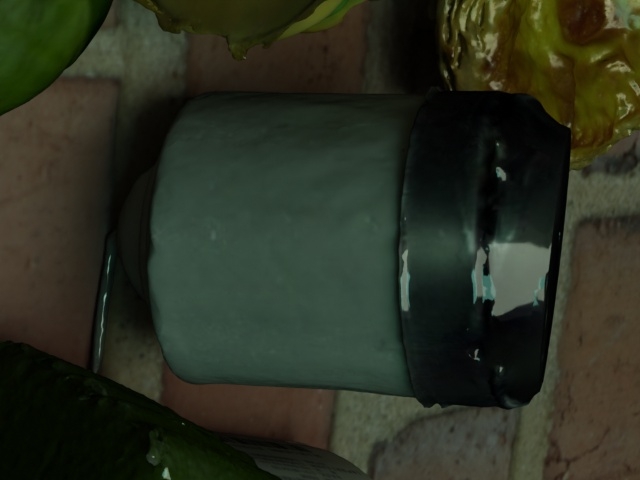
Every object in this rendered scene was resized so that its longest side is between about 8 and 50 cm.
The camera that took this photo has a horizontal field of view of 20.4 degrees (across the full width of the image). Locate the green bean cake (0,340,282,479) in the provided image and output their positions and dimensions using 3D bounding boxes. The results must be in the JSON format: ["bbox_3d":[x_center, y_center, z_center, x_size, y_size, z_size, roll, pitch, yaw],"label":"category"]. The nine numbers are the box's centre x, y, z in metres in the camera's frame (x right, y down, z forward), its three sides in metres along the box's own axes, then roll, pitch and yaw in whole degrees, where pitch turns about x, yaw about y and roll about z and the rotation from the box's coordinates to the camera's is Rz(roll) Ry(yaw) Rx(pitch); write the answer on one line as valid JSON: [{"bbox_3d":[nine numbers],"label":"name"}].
[{"bbox_3d":[-0.168,0.218,1.173,0.156,0.247,0.250,32,83,-41],"label":"green bean cake"}]

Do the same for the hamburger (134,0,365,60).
[{"bbox_3d":[-0.023,-0.240,1.172,0.149,0.237,0.237,-23,119,-54],"label":"hamburger"}]

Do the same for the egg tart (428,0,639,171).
[{"bbox_3d":[0.185,-0.198,1.424,0.294,0.116,0.295,-11,108,-37],"label":"egg tart"}]

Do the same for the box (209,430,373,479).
[{"bbox_3d":[-0.087,0.312,1.340,0.173,0.145,0.333,18,91,-44],"label":"box"}]

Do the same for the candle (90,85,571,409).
[{"bbox_3d":[0.000,0.000,1.233,0.221,0.342,0.221,4,90,-76],"label":"candle"}]

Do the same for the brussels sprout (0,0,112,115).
[{"bbox_3d":[-0.222,-0.195,1.028,0.210,0.219,0.271,15,74,-32],"label":"brussels sprout"}]
